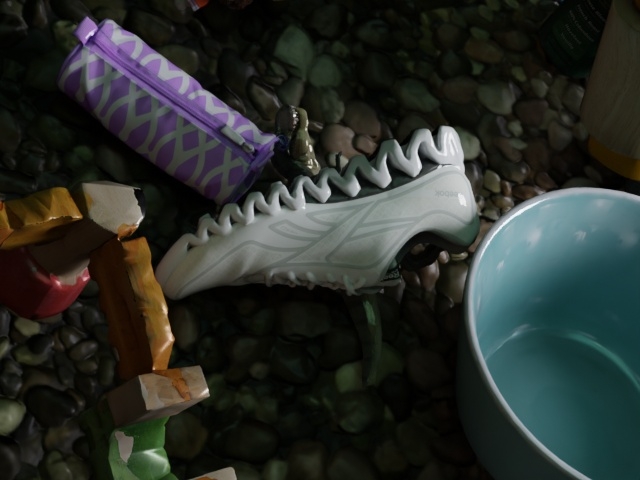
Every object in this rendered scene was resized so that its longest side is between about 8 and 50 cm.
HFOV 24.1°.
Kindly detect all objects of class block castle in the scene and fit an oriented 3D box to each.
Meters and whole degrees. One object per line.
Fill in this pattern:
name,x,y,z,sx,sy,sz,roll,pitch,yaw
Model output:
block castle,-0.232,0.193,1.071,0.303,0.213,0.453,-10,75,-39

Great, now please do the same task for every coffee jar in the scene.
coffee jar,0.304,-0.245,1.521,0.096,0.184,0.079,-26,75,-31

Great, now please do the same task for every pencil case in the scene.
pencil case,-0.135,-0.112,1.331,0.206,0.088,0.086,34,76,-1

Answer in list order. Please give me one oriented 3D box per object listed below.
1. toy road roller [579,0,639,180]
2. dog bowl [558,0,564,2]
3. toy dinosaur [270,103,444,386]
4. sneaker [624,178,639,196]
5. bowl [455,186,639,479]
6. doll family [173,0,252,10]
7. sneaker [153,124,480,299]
toy road roller,0.430,-0.161,1.409,0.330,0.202,0.240,-27,53,-34
dog bowl,0.296,-0.397,1.662,0.166,0.074,0.297,21,59,-12
toy dinosaur,0.043,-0.006,1.368,0.118,0.064,0.268,-18,73,-12
sneaker,0.425,-0.091,1.558,0.300,0.111,0.121,-15,55,-29
bowl,0.243,0.126,1.310,0.312,0.163,0.311,10,54,-14
doll family,-0.051,-0.324,1.427,0.163,0.118,0.263,33,98,13
sneaker,0.000,0.000,1.289,0.292,0.110,0.118,-21,86,-5
